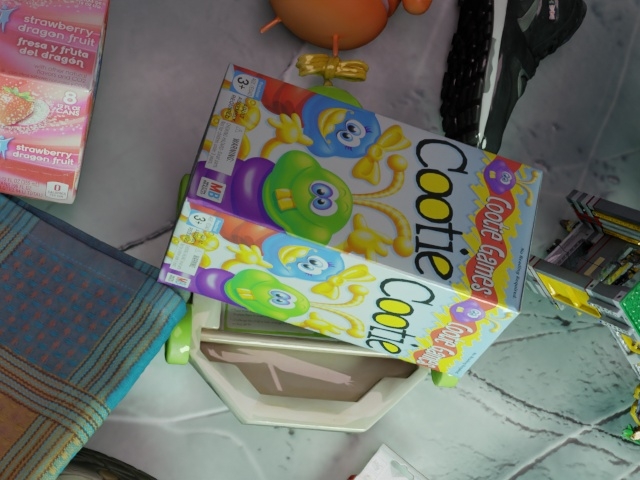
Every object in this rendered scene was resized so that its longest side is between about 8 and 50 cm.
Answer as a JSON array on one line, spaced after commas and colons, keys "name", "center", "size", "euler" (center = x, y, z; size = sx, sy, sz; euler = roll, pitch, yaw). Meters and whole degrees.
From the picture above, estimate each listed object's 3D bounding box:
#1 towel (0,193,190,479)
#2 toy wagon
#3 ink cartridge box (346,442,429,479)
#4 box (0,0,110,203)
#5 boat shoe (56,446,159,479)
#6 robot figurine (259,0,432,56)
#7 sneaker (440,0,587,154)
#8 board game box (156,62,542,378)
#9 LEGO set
[{"name": "towel", "center": [-0.308, 0.107, 1.095], "size": [0.271, 0.040, 0.370], "euler": [27, 53, 13]}, {"name": "toy wagon", "center": [0.000, 0.000, 1.260], "size": [0.267, 0.068, 0.344], "euler": [6, 76, -10]}, {"name": "ink cartridge box", "center": [0.042, 0.247, 1.248], "size": [0.063, 0.029, 0.115], "euler": [40, 74, -2]}, {"name": "box", "center": [-0.339, -0.154, 1.157], "size": [0.300, 0.154, 0.142], "euler": [10, 51, -9]}, {"name": "boat shoe", "center": [-0.239, 0.234, 1.157], "size": [0.355, 0.132, 0.130], "euler": [24, 87, 3]}, {"name": "robot figurine", "center": [0.030, -0.272, 1.287], "size": [0.158, 0.128, 0.219], "euler": [34, 75, -15]}, {"name": "sneaker", "center": [0.199, -0.203, 1.322], "size": [0.124, 0.107, 0.283], "euler": [13, 78, -15]}, {"name": "board game box", "center": [0.023, -0.011, 1.141], "size": [0.275, 0.144, 0.142], "euler": [18, 59, -7]}, {"name": "LEGO set", "center": [0.337, 0.017, 1.299], "size": [0.331, 0.192, 0.255], "euler": [-51, 122, -8]}]
